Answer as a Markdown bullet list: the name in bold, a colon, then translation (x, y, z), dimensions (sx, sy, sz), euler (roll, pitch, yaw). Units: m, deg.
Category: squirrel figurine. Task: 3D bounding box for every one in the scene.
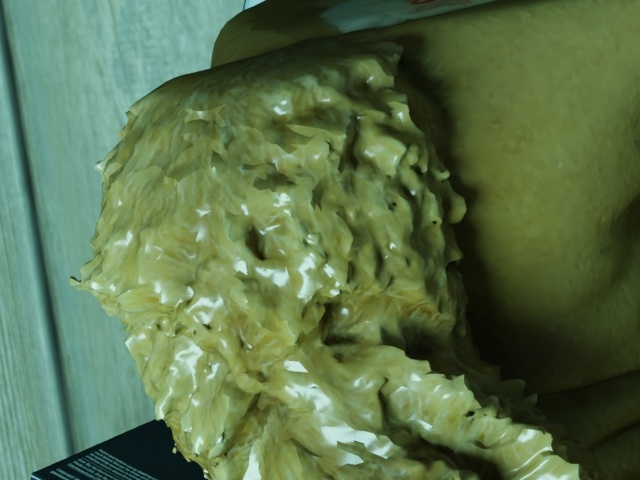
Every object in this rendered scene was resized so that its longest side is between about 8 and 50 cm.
- **squirrel figurine**: translation (0.068, 0.078, 0.857), dimensions (0.281, 0.397, 0.370), euler (-2, 108, 33)

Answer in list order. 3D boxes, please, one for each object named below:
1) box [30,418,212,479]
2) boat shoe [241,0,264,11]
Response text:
- **box**: translation (-0.087, 0.248, 1.194), dimensions (0.103, 0.184, 0.261), euler (22, 117, 38)
- **boat shoe**: translation (0.000, 0.000, 1.075), dimensions (0.119, 0.121, 0.335), euler (-6, 96, 50)
